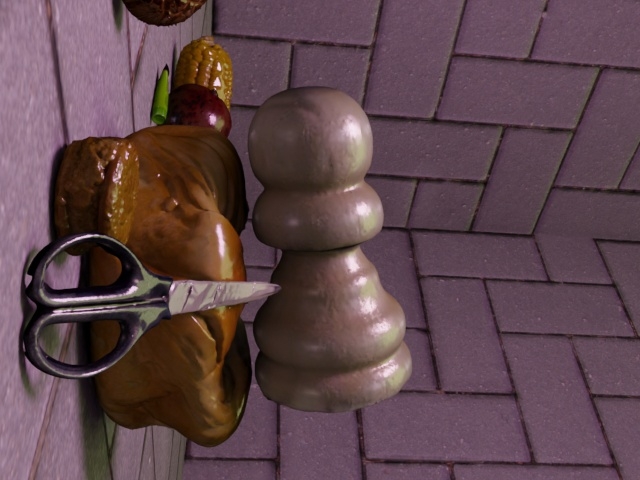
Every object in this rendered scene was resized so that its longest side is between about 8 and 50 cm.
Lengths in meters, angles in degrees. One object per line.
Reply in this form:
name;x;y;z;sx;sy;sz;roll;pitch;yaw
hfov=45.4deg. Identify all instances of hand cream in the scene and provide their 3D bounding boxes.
hand cream;-0.254;-0.233;1.226;0.036;0.023;0.121;114;-20;-46

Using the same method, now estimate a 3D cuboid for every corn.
corn;-0.239;-0.224;1.518;0.120;0.121;0.362;-175;-92;-84

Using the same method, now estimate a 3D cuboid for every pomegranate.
pomegranate;-0.225;-0.193;1.318;0.159;0.130;0.129;-61;178;-19

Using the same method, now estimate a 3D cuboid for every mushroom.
mushroom;-0.167;-0.291;0.817;0.085;0.109;0.126;-87;168;-47

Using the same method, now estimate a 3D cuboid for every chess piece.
chess piece;0.000;0.000;0.829;0.182;0.183;0.330;-110;-166;-74

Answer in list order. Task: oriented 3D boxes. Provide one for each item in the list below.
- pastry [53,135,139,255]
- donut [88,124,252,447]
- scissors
pastry;-0.181;-0.037;0.627;0.097;0.057;0.109;-91;-174;-48
donut;-0.160;0.050;0.870;0.360;0.170;0.360;-178;-90;-85
scissors;-0.121;0.047;0.647;0.300;0.022;0.109;0;96;-60
